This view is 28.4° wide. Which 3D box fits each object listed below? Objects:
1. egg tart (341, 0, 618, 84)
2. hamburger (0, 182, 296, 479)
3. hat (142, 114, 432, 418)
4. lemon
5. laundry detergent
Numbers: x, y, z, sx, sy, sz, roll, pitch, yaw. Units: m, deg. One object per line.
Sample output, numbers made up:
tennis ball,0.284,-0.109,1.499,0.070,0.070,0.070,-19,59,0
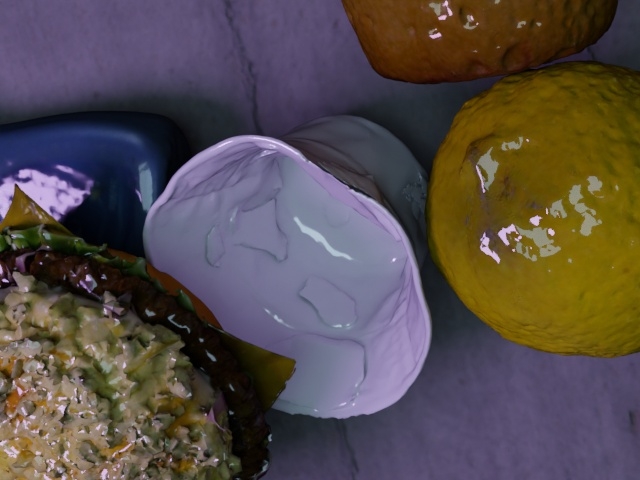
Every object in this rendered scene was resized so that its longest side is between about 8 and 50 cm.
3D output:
egg tart,0.083,-0.176,0.723,0.202,0.202,0.147,-7,109,12
hamburger,-0.154,0.108,0.778,0.243,0.139,0.262,31,134,0
hat,0.000,0.000,0.794,0.203,0.126,0.203,13,126,18
lemon,0.153,-0.018,0.733,0.180,0.193,0.181,-12,56,18
laundry detergent,-0.231,-0.016,0.862,0.289,0.094,0.143,1,115,11
